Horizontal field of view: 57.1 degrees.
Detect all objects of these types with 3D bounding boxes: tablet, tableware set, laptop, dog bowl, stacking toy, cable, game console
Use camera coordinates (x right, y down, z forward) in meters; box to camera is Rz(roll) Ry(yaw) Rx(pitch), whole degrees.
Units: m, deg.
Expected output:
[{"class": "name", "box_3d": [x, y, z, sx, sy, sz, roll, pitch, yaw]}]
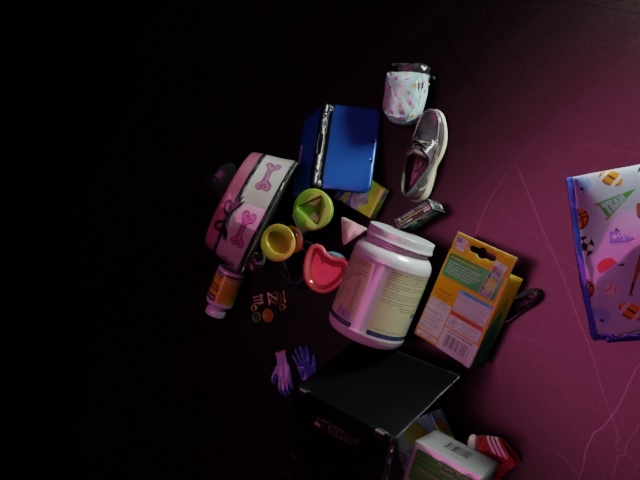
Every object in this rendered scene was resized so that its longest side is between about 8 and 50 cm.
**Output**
[{"class": "tablet", "box_3d": [-0.065, -0.066, 2.033, 0.054, 0.006, 0.083, -34, 69, 27]}, {"class": "tableware set", "box_3d": [-0.185, 0.235, 2.078, 0.154, 0.024, 0.104, -13, 79, 32]}, {"class": "laptop", "box_3d": [0.121, 0.508, 1.607, 0.382, 0.236, 0.407, 13, 92, 49]}, {"class": "dog bowl", "box_3d": [-0.228, -0.105, 1.897, 0.150, 0.408, 0.408, 27, 103, -3]}, {"class": "stacking toy", "box_3d": [0.000, 0.000, 1.882, 0.309, 0.130, 0.279, 39, 103, 17]}, {"class": "cable", "box_3d": [-0.089, 0.080, 2.013, 0.151, 0.047, 0.184, 14, 94, 33]}, {"class": "game console", "box_3d": [0.048, -0.282, 1.929, 0.250, 0.173, 0.293, -21, 57, 63]}]

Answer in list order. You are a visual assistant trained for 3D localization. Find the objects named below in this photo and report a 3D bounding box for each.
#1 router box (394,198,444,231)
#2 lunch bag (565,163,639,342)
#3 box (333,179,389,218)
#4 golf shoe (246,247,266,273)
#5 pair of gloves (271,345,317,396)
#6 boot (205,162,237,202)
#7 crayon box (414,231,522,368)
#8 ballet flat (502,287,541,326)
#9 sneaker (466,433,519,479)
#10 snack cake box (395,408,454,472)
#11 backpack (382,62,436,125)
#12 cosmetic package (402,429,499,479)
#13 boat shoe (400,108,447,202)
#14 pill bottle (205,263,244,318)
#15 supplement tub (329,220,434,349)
[{"class": "router box", "box_3d": [0.294, -0.074, 1.745, 0.122, 0.092, 0.038, -33, 69, 27]}, {"class": "lunch bag", "box_3d": [0.763, 0.032, 1.346, 0.328, 0.239, 0.385, -11, 73, 30]}, {"class": "box", "box_3d": [0.123, -0.156, 1.893, 0.178, 0.042, 0.109, 33, 102, 31]}, {"class": "golf shoe", "box_3d": [-0.272, 0.039, 2.129, 0.198, 0.077, 0.093, 30, 92, 24]}, {"class": "pair of gloves", "box_3d": [-0.092, 0.445, 2.002, 0.198, 0.023, 0.159, -17, 77, 31]}, {"class": "boot", "box_3d": [-0.363, -0.144, 2.180, 0.246, 0.094, 0.207, -44, 68, 16]}, {"class": "crayon box", "box_3d": [0.415, 0.163, 1.631, 0.203, 0.083, 0.322, 31, 104, 44]}, {"class": "ballet flat", "box_3d": [0.522, 0.183, 1.601, 0.173, 0.049, 0.057, -42, 64, 24]}, {"class": "sneaker", "box_3d": [0.470, 0.636, 1.580, 0.128, 0.087, 0.221, -13, 81, 33]}, {"class": "snack cake box", "box_3d": [0.319, 0.635, 1.677, 0.152, 0.089, 0.264, -31, 71, 27]}, {"class": "backpack", "box_3d": [0.254, -0.443, 1.787, 0.152, 0.115, 0.181, 10, 94, 31]}, {"class": "cosmetic package", "box_3d": [0.304, 0.715, 1.537, 0.197, 0.155, 0.365, 19, 96, 32]}, {"class": "boat shoe", "box_3d": [0.302, -0.256, 1.753, 0.103, 0.092, 0.285, 17, 96, 33]}, {"class": "pill bottle", "box_3d": [-0.354, 0.187, 2.145, 0.103, 0.103, 0.184, 29, 102, 32]}, {"class": "supplement tub", "box_3d": [0.182, 0.128, 1.718, 0.235, 0.235, 0.324, 26, 101, 32]}]
